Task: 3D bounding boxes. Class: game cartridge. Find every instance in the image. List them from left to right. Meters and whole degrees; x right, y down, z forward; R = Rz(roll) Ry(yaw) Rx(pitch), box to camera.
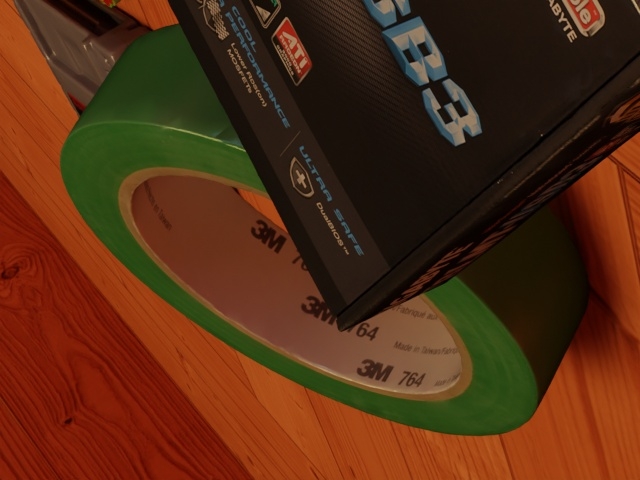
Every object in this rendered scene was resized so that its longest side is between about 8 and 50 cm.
[{"bbox_3d":[-0.207,-0.148,1.930,0.355,0.068,0.230,36,153,57],"label":"game cartridge"}]

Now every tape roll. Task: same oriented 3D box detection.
[{"bbox_3d":[0.000,0.000,1.150,0.321,0.077,0.321,26,158,11],"label":"tape roll"}]

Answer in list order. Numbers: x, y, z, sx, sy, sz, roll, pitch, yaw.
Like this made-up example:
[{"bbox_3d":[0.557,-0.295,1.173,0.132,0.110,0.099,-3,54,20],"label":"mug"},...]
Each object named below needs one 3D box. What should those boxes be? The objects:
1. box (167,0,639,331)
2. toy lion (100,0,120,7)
[{"bbox_3d":[0.017,-0.145,0.747,0.295,0.073,0.293,63,154,8],"label":"box"},{"bbox_3d":[-0.214,-0.258,1.735,0.096,0.034,0.100,45,165,17],"label":"toy lion"}]
